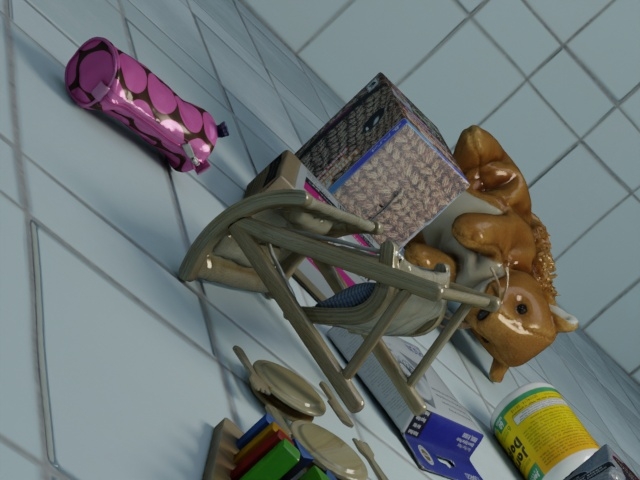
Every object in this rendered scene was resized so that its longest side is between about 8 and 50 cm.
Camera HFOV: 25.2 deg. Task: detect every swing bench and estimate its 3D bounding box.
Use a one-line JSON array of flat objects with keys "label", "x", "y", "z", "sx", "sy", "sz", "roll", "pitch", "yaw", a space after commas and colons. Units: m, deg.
[{"label": "swing bench", "x": 0.025, "y": 0.052, "z": 1.554, "sx": 0.255, "sy": 0.165, "sz": 0.253, "roll": 37, "pitch": 7, "yaw": 20}]

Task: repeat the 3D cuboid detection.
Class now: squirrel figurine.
[{"label": "squirrel figurine", "x": 0.325, "y": 0.065, "z": 2.530, "sx": 0.397, "sy": 0.281, "sz": 0.370, "roll": 30, "pitch": 27, "yaw": -51}]

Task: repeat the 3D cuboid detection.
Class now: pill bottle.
[{"label": "pill bottle", "x": 0.346, "y": 0.317, "z": 2.091, "sx": 0.117, "sy": 0.117, "sz": 0.208, "roll": 34, "pitch": 17, "yaw": -49}]

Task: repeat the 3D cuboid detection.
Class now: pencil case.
[{"label": "pencil case", "x": -0.210, "y": -0.157, "z": 1.714, "sx": 0.209, "sy": 0.095, "sz": 0.098, "roll": 32, "pitch": 34, "yaw": -47}]

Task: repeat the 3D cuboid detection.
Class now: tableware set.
[{"label": "tableware set", "x": -0.018, "y": 0.183, "z": 1.383, "sx": 0.128, "sy": 0.039, "sz": 0.194, "roll": 26, "pitch": 15, "yaw": -32}]

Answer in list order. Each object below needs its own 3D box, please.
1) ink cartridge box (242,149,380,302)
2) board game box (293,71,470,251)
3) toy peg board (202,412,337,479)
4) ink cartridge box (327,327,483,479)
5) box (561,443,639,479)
[{"label": "ink cartridge box", "x": 0.000, "y": 0.000, "z": 1.959, "sx": 0.234, "sy": 0.088, "sz": 0.193, "roll": 46, "pitch": 10, "yaw": -10}, {"label": "board game box", "x": 0.077, "y": -0.100, "z": 2.224, "sx": 0.141, "sy": 0.232, "sz": 0.291, "roll": 43, "pitch": 11, "yaw": -19}, {"label": "toy peg board", "x": -0.011, "y": 0.213, "z": 1.187, "sx": 0.161, "sy": 0.079, "sz": 0.160, "roll": 46, "pitch": 11, "yaw": -10}, {"label": "ink cartridge box", "x": 0.128, "y": 0.207, "z": 1.828, "sx": 0.224, "sy": 0.045, "sz": 0.223, "roll": 54, "pitch": 12, "yaw": 29}, {"label": "box", "x": 0.197, "y": 0.313, "z": 1.184, "sx": 0.163, "sy": 0.247, "sz": 0.142, "roll": 48, "pitch": 9, "yaw": 3}]
